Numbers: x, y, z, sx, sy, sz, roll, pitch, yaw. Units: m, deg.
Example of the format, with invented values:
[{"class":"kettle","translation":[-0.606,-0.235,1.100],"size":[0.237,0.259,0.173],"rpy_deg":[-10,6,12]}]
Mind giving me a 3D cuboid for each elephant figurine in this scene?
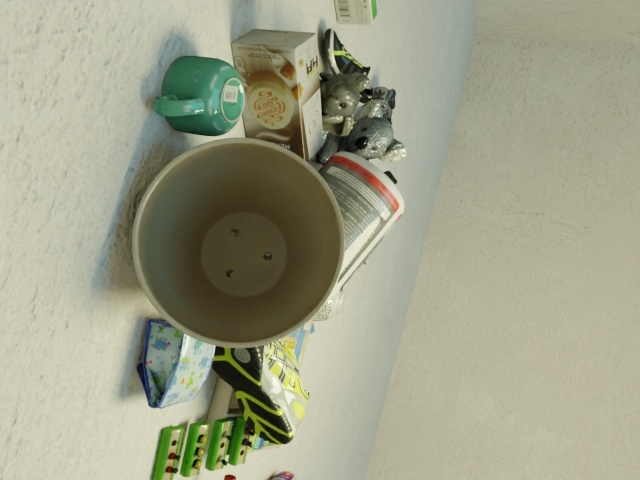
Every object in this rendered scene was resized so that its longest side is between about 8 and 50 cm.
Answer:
[{"class":"elephant figurine","translation":[0.019,-0.311,1.235],"size":[0.186,0.239,0.169],"rpy_deg":[-49,145,-53]}]

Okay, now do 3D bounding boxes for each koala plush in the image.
[{"class":"koala plush","translation":[0.096,-0.246,1.437],"size":[0.196,0.221,0.203],"rpy_deg":[58,21,0]}]

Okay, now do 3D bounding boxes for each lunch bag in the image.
[{"class":"lunch bag","translation":[-0.260,0.222,1.007],"size":[0.129,0.096,0.151],"rpy_deg":[23,70,-69]}]

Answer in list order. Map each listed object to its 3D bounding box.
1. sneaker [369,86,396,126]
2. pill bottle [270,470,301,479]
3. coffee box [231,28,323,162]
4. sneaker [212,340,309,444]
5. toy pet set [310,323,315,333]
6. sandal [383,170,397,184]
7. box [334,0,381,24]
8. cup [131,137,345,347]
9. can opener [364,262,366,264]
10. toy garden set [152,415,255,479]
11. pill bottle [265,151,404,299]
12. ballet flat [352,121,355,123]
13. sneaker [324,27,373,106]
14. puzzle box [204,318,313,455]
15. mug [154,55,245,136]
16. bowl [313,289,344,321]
[{"class":"sneaker","translation":[0.181,-0.427,1.807],"size":[0.268,0.101,0.153],"rpy_deg":[-30,129,-71]},{"class":"pill bottle","translation":[-0.131,0.763,1.621],"size":[0.193,0.108,0.108],"rpy_deg":[0,101,-69]},{"class":"coffee box","translation":[-0.080,-0.290,1.130],"size":[0.098,0.141,0.246],"rpy_deg":[-55,149,-46]},{"class":"sneaker","translation":[-0.137,0.257,1.208],"size":[0.147,0.145,0.385],"rpy_deg":[-48,127,-51]},{"class":"toy pet set","translation":[-0.056,0.228,1.586],"size":[0.114,0.065,0.122],"rpy_deg":[80,30,-45]},{"class":"sandal","translation":[0.123,-0.104,1.580],"size":[0.107,0.167,0.446],"rpy_deg":[56,-2,-5]},{"class":"box","translation":[0.099,-0.637,1.462],"size":[0.101,0.102,0.087],"rpy_deg":[75,31,-48]},{"class":"cup","translation":[-0.136,0.015,0.976],"size":[0.237,0.331,0.331],"rpy_deg":[127,-22,-80]},{"class":"can opener","translation":[0.093,0.040,1.894],"size":[0.280,0.074,0.093],"rpy_deg":[45,25,-68]},{"class":"toy garden set","translation":[-0.239,0.488,1.169],"size":[0.244,0.049,0.204],"rpy_deg":[12,90,-51]},{"class":"pill bottle","translation":[0.000,0.000,1.212],"size":[0.363,0.210,0.210],"rpy_deg":[-50,152,-12]},{"class":"ballet flat","translation":[0.029,-0.342,1.479],"size":[0.241,0.077,0.091],"rpy_deg":[-17,116,-66]},{"class":"sneaker","translation":[0.081,-0.457,1.459],"size":[0.084,0.097,0.235],"rpy_deg":[-90,160,-48]},{"class":"puzzle box","translation":[-0.139,0.310,1.361],"size":[0.272,0.052,0.409],"rpy_deg":[25,78,-57]},{"class":"mug","translation":[-0.193,-0.231,0.928],"size":[0.129,0.097,0.158],"rpy_deg":[70,37,-55]},{"class":"bowl","translation":[0.027,0.180,1.711],"size":[0.170,0.080,0.170],"rpy_deg":[14,90,-82]}]
